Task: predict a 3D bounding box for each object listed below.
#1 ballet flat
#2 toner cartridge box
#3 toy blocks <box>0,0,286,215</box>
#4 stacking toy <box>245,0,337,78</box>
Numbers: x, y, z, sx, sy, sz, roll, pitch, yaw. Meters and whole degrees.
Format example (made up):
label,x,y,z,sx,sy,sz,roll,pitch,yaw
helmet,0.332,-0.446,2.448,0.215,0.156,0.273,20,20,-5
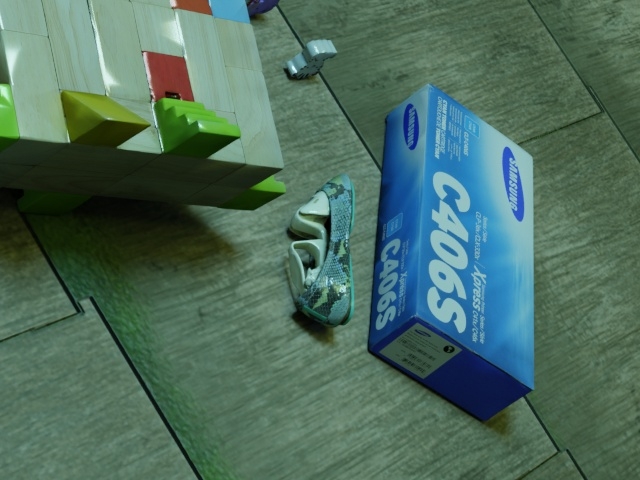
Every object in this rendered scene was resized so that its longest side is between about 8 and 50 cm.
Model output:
label,x,y,z,sx,sy,sz,roll,pitch,yaw
ballet flat,0.000,0.000,1.813,0.070,0.070,0.188,29,38,-29
toner cartridge box,0.143,0.006,1.950,0.165,0.075,0.348,33,40,-26
toy blocks,-0.191,-0.176,1.605,0.381,0.191,0.261,5,66,-45
stacking toy,-0.096,-0.251,1.933,0.221,0.052,0.167,-6,63,-48
